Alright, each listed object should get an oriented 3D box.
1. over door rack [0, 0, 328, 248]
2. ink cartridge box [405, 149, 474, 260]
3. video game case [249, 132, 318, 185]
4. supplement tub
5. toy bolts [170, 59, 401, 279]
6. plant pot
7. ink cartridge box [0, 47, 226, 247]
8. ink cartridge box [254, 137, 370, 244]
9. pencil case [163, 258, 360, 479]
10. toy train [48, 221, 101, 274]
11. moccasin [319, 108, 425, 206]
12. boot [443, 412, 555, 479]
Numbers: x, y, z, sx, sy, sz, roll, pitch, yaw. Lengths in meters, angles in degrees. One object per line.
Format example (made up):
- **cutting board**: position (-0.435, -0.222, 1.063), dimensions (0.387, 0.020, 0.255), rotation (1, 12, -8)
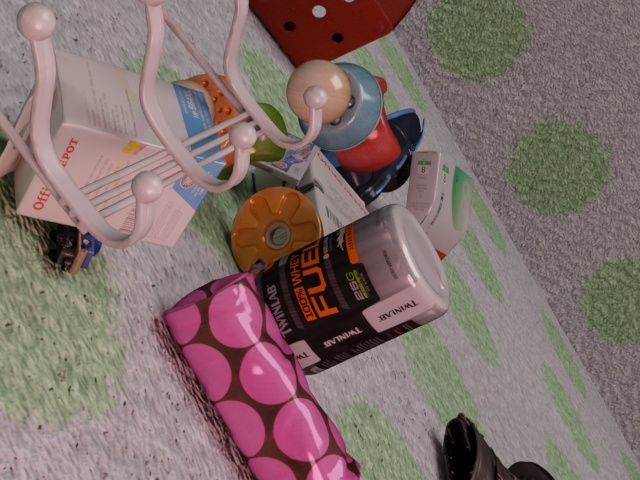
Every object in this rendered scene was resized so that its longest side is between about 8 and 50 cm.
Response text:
- **over door rack**: position (-0.162, -0.160, 0.718), dimensions (0.324, 0.108, 0.239), rotation (42, 33, 8)
- **ink cartridge box**: position (0.184, -0.013, 1.717), dimensions (0.181, 0.056, 0.225), rotation (25, 69, -63)
- **video game case**: position (-0.069, -0.110, 1.222), dimensions (0.122, 0.011, 0.087), rotation (25, 34, 0)
- **supplement tub**: position (0.016, 0.054, 1.021), dimensions (0.117, 0.190, 0.117), rotation (53, 20, -29)
- **toy bolts**: position (-0.040, -0.084, 1.051), dimensions (0.158, 0.228, 0.218), rotation (22, 49, -66)
- **plant pot**: position (0.008, -0.441, 1.776), dimensions (0.267, 0.267, 0.236), rotation (50, 31, -34)
- **ink cartridge box**: position (-0.159, -0.069, 0.790), dimensions (0.143, 0.092, 0.090), rotation (14, 39, -32)
- **ink cartridge box**: position (0.000, 0.000, 1.260), dimensions (0.148, 0.086, 0.203), rotation (49, 19, -34)
- **pencil case**: position (-0.044, 0.127, 0.909), dimensions (0.209, 0.095, 0.098), rotation (63, 0, 0)
- **toy train**: position (-0.186, -0.031, 0.832), dimensions (0.036, 0.027, 0.158), rotation (18, 37, -24)
- **moccasin**: position (0.083, -0.124, 1.707), dimensions (0.117, 0.137, 0.342), rotation (64, 30, -5)
- **boot**: position (0.243, 0.320, 1.458), dimensions (0.229, 0.091, 0.263), rotation (54, 16, -18)
